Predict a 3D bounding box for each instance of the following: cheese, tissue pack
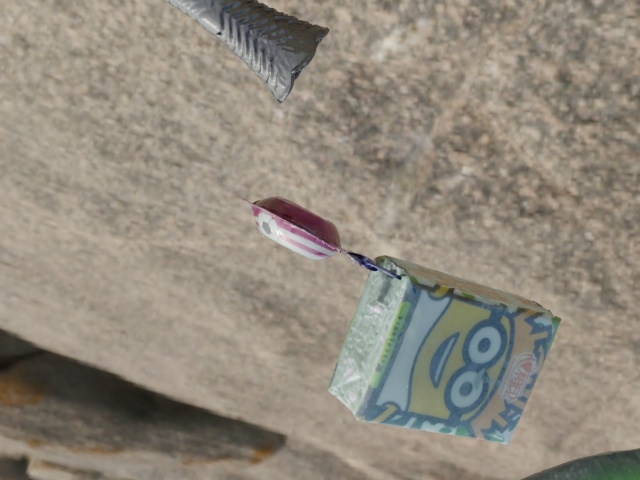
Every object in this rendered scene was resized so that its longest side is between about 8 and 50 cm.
[{"bbox_3d":[0.000,0.000,1.441,0.244,0.062,0.155,27,180,11],"label":"cheese"},{"bbox_3d":[0.191,0.171,1.589,0.310,0.228,0.128,16,-170,-31],"label":"tissue pack"}]

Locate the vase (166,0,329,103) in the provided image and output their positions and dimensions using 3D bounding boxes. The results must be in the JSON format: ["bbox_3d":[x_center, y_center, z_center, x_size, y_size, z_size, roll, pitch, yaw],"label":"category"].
[{"bbox_3d":[-0.117,-0.278,1.273,0.237,0.115,0.115,34,151,-8],"label":"vase"}]

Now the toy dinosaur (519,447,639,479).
[{"bbox_3d":[0.109,0.167,0.634,0.500,0.375,0.144,15,177,-6],"label":"toy dinosaur"}]
